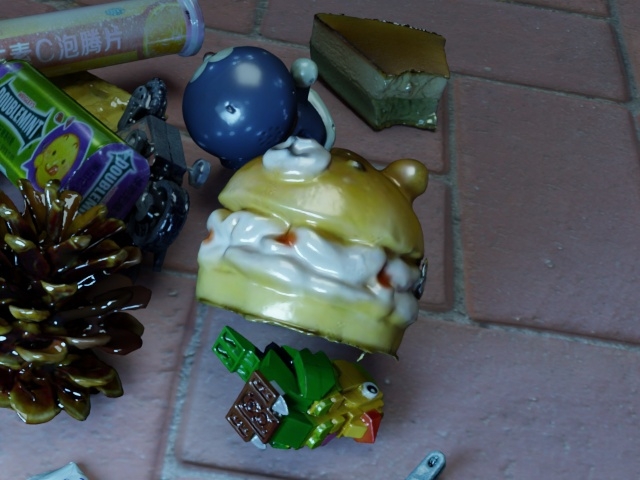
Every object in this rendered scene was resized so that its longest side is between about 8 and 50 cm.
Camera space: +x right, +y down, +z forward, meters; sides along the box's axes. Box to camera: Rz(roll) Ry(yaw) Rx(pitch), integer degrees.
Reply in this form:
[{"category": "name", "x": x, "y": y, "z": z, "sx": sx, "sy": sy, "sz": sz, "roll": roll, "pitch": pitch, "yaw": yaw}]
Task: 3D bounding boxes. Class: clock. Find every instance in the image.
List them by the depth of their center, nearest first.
[{"category": "clock", "x": -0.082, "y": -0.172, "z": 1.729, "sx": 0.146, "sy": 0.199, "sz": 0.243, "roll": 53, "pitch": 13, "yaw": 27}]

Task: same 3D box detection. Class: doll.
[{"category": "doll", "x": -0.018, "y": 0.168, "z": 1.402, "sx": 0.186, "sy": 0.106, "sz": 0.134, "roll": 12, "pitch": 35, "yaw": -27}]

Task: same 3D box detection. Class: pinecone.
[{"category": "pinecone", "x": -0.301, "y": 0.059, "z": 1.350, "sx": 0.264, "sy": 0.264, "sz": 0.264, "roll": 8, "pitch": 36, "yaw": -6}]

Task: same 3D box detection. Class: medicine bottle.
[{"category": "medicine bottle", "x": -0.372, "y": -0.279, "z": 1.824, "sx": 0.426, "sy": 0.108, "sz": 0.108, "roll": -18, "pitch": 45, "yaw": -34}]

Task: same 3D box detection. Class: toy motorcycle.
[{"category": "toy motorcycle", "x": -0.236, "y": -0.075, "z": 1.636, "sx": 0.108, "sy": 0.173, "sz": 0.307, "roll": 26, "pitch": 32, "yaw": -32}]

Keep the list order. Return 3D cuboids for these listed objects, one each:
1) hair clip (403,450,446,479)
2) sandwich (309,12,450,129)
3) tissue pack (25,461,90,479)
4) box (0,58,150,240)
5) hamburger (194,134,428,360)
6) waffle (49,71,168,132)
[{"category": "hair clip", "x": 0.048, "y": 0.291, "z": 1.303, "sx": 0.048, "sy": 0.083, "sz": 0.275, "roll": 24, "pitch": 30, "yaw": 25}, {"category": "sandwich", "x": 0.087, "y": -0.266, "z": 2.022, "sx": 0.220, "sy": 0.108, "sz": 0.186, "roll": 11, "pitch": 35, "yaw": -5}, {"category": "tissue pack", "x": -0.235, "y": 0.291, "z": 1.243, "sx": 0.193, "sy": 0.026, "sz": 0.122, "roll": 35, "pitch": 41, "yaw": 28}, {"category": "box", "x": -0.340, "y": -0.119, "z": 1.594, "sx": 0.097, "sy": 0.134, "sz": 0.345, "roll": 33, "pitch": 3, "yaw": -40}, {"category": "hamburger", "x": 0.000, "y": 0.000, "z": 1.450, "sx": 0.276, "sy": 0.236, "sz": 0.276, "roll": 17, "pitch": -4, "yaw": 1}, {"category": "waffle", "x": -0.371, "y": -0.191, "z": 1.835, "sx": 0.274, "sy": 0.057, "sz": 0.168, "roll": 29, "pitch": 39, "yaw": 22}]
